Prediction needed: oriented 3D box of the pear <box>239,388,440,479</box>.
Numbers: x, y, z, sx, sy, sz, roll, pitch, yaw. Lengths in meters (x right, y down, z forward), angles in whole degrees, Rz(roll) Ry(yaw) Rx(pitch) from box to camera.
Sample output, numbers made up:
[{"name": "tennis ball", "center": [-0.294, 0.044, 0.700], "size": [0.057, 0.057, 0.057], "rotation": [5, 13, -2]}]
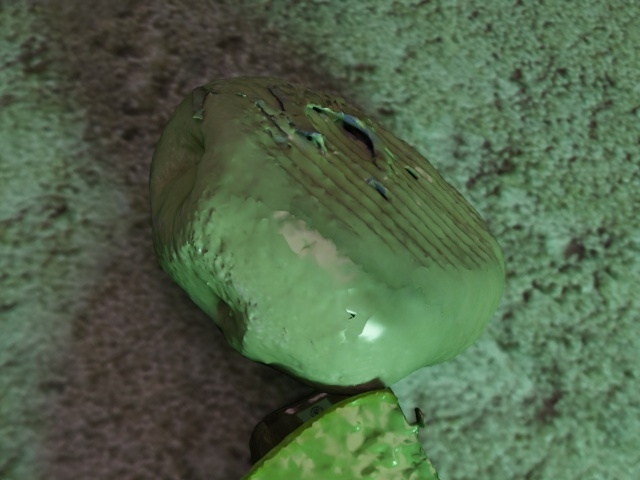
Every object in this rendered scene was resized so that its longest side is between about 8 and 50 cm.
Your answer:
[{"name": "pear", "center": [0.018, 0.268, 0.423], "size": [0.239, 0.139, 0.288], "rotation": [-30, 75, -10]}]

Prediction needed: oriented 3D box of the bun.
[{"name": "bun", "center": [0.000, -0.003, 0.522], "size": [0.273, 0.168, 0.273], "rotation": [25, 30, -16]}]

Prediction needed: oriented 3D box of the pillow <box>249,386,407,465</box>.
[{"name": "pillow", "center": [0.038, 0.213, 0.529], "size": [0.130, 0.033, 0.217], "rotation": [-25, 78, -14]}]
